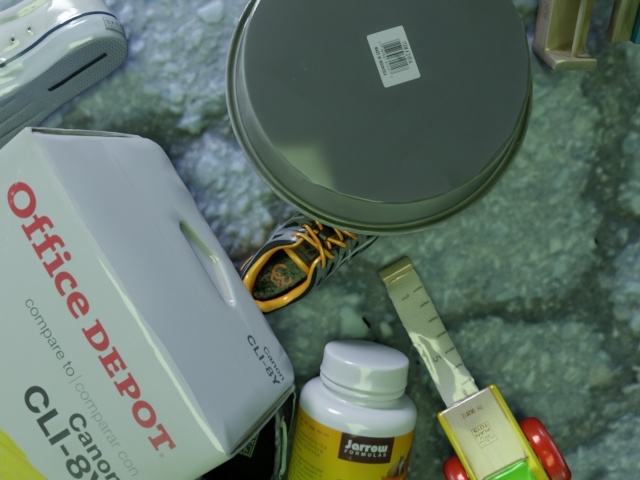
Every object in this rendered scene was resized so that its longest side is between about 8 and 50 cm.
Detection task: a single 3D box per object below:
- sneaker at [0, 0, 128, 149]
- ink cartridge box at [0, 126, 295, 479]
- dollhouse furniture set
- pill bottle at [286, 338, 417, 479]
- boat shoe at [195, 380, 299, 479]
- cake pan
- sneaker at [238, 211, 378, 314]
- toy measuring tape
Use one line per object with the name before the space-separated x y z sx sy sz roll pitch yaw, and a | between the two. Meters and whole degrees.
sneaker | -0.310 -0.161 0.583 0.258 0.094 0.091 -28 77 1
ink cartridge box | -0.261 0.119 0.528 0.384 0.160 0.279 -33 88 16
dollhouse furniture set | 0.271 -0.261 0.534 0.129 0.129 0.184 1 122 2
pill bottle | 0.029 0.213 0.592 0.117 0.117 0.215 9 98 1
boat shoe | -0.091 0.279 0.613 0.108 0.102 0.302 19 98 0
cake pan | 0.058 -0.153 0.541 0.292 0.054 0.294 0 83 -3
sneaker | 0.000 0.000 0.584 0.084 0.083 0.215 43 96 -2
toy measuring tape | 0.154 0.174 0.609 0.121 0.121 0.330 -29 73 6
